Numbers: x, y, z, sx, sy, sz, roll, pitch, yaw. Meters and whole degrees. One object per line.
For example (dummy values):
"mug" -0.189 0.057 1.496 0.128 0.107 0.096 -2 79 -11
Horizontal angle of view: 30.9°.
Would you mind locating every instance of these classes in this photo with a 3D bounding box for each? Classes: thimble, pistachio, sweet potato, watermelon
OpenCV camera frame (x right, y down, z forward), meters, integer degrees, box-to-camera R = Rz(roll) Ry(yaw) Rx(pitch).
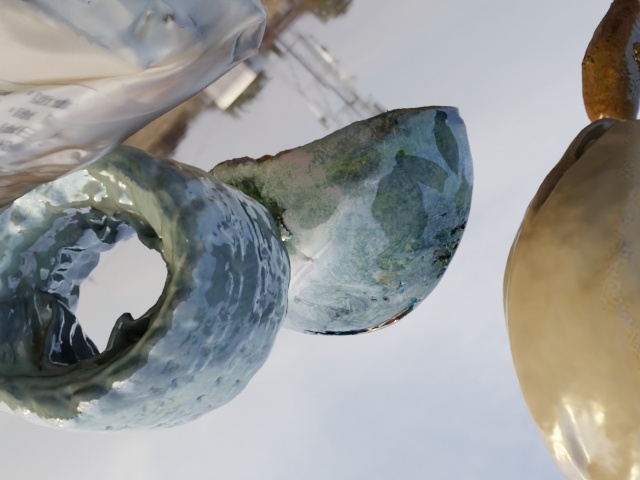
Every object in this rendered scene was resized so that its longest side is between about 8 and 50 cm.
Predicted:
"thimble" -0.152 0.042 0.871 0.250 0.205 0.172 -27 163 17
"pistachio" 0.256 0.063 0.918 0.226 0.332 0.208 -13 175 -5
"sweet potato" 0.287 -0.192 1.109 0.068 0.068 0.226 173 -70 -74
"watermelon" -0.004 -0.001 1.152 0.322 0.188 0.175 -31 161 34

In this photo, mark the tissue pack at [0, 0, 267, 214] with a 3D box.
"tissue pack" -0.273 -0.125 0.594 0.390 0.375 0.195 -23 -136 42
